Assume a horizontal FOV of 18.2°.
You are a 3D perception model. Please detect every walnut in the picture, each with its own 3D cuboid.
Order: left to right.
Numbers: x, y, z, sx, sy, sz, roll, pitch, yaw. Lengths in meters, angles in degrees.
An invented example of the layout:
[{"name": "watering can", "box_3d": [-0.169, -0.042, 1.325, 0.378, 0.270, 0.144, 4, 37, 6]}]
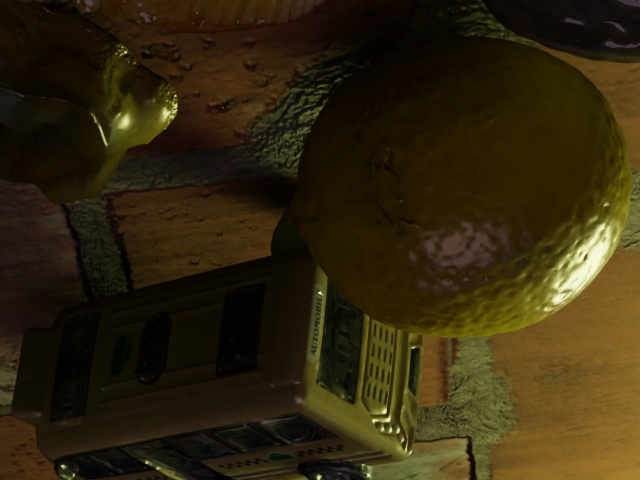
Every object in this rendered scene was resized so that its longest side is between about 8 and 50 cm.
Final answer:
[{"name": "walnut", "box_3d": [0.209, -0.224, 1.429, 0.224, 0.224, 0.224, -3, 142, -2]}]

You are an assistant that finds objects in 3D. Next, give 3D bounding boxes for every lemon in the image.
[{"name": "lemon", "box_3d": [0.115, -0.043, 1.603, 0.267, 0.267, 0.267, -3, 142, -2]}]

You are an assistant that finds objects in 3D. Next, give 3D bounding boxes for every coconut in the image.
[{"name": "coconut", "box_3d": [0.000, 0.000, 1.782, 0.083, 0.081, 0.082, -25, 96, 16]}]

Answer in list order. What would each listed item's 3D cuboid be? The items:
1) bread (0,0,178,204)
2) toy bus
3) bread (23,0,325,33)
[{"name": "bread", "box_3d": [-0.237, -0.116, 1.603, 0.233, 0.088, 0.161, 27, 137, -31]}, {"name": "toy bus", "box_3d": [-0.094, 0.124, 1.792, 0.365, 0.177, 0.202, -15, 149, 37]}, {"name": "bread", "box_3d": [-0.103, -0.236, 1.391, 0.250, 0.179, 0.133, 2, 146, -9]}]
